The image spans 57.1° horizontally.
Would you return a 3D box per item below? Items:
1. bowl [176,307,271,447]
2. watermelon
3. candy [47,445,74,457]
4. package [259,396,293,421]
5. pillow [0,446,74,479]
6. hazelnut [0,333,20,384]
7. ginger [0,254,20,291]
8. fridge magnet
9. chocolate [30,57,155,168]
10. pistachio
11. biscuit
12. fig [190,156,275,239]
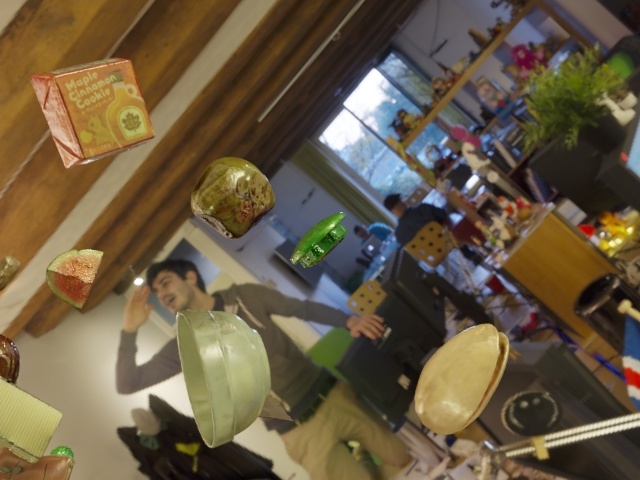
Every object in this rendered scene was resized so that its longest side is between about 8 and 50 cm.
[{"bbox_3d":[-0.214,0.294,1.320,0.163,0.307,0.307,-8,-17,-23],"label":"bowl"},{"bbox_3d":[-0.772,0.107,1.823,0.137,0.145,0.193,5,76,66],"label":"watermelon"},{"bbox_3d":[-0.870,0.735,1.960,0.097,0.097,0.323,-48,5,-27],"label":"candy"},{"bbox_3d":[-0.223,0.496,1.814,0.062,0.250,0.204,-65,-28,-25],"label":"package"},{"bbox_3d":[-0.637,0.536,1.261,0.075,0.179,0.172,87,-167,-69],"label":"pillow"},{"bbox_3d":[-1.103,0.432,1.957,0.229,0.229,0.229,-48,0,1],"label":"hazelnut"},{"bbox_3d":[-0.763,0.072,1.300,0.080,0.333,0.166,24,-93,-53],"label":"ginger"},{"bbox_3d":[0.000,0.000,1.689,0.208,0.088,0.208,-44,1,1],"label":"fridge magnet"},{"bbox_3d":[-0.551,-0.323,1.460,0.237,0.235,0.108,-28,22,-38],"label":"chocolate"},{"bbox_3d":[0.373,0.361,1.543,0.318,0.193,0.214,-55,27,8],"label":"pistachio"},{"bbox_3d":[-0.633,0.353,1.191,0.040,0.199,0.121,-34,27,26],"label":"biscuit"},{"bbox_3d":[-0.168,-0.088,1.118,0.154,0.166,0.144,-16,-37,-1],"label":"fig"}]
